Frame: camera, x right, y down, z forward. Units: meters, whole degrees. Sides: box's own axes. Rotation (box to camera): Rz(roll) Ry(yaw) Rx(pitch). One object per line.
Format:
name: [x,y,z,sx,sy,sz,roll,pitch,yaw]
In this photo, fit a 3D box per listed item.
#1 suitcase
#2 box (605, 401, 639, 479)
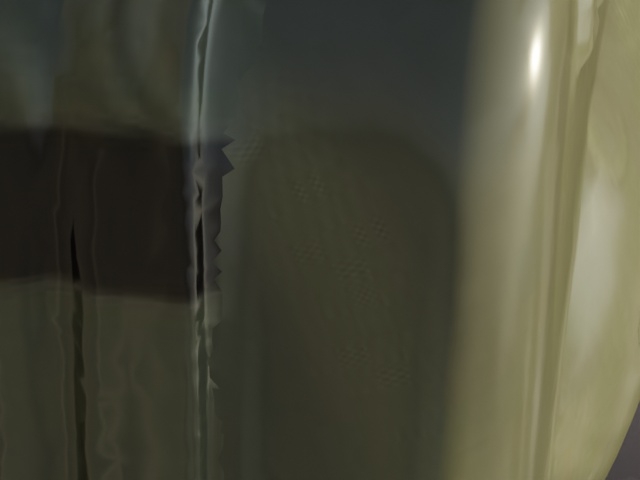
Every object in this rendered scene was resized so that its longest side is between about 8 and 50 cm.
suitcase: [0.000,0.000,0.529,0.194,0.339,0.351,8,32,9]
box: [0.134,0.253,0.970,0.257,0.319,0.348,53,38,-59]
